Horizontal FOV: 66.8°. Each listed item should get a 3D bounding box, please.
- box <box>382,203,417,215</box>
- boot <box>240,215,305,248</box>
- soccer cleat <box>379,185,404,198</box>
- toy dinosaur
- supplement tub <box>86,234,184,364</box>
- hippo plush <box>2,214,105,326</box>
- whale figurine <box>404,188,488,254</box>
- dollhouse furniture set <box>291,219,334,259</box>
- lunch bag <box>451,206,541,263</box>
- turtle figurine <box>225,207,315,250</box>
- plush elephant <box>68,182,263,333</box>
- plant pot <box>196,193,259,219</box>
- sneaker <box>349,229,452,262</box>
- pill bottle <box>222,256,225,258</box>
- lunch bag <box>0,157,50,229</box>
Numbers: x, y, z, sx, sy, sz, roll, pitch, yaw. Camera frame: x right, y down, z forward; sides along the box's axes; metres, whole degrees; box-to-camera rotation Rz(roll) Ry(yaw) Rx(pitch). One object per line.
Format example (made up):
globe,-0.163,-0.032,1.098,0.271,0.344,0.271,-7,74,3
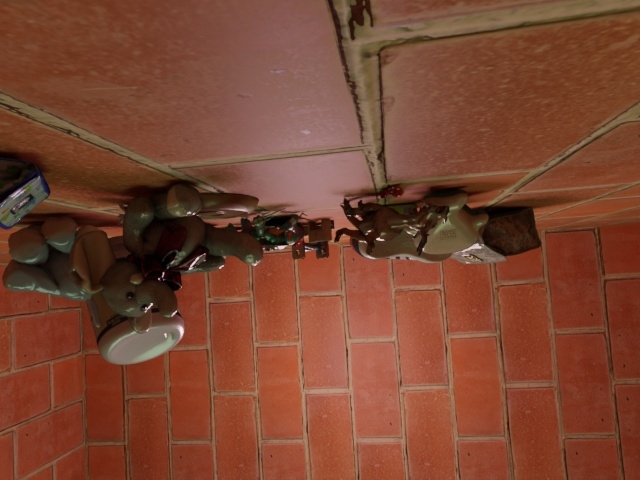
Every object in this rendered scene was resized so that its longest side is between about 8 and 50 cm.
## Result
box,0.234,-0.078,1.452,0.109,0.042,0.178,-3,177,10
boot,-0.179,-0.037,1.585,0.249,0.090,0.207,-3,164,7
soccer cleat,0.165,-0.107,1.077,0.036,0.029,0.083,-12,-177,-26
toy dinosaur,0.161,-0.034,1.205,0.201,0.127,0.296,2,-176,-28
supplement tub,-0.558,0.170,1.426,0.236,0.324,0.235,-23,152,-13
hippo plush,-0.663,0.029,1.276,0.294,0.234,0.236,35,-177,-37
whale figurine,0.323,-0.069,1.268,0.217,0.141,0.272,-7,151,12
dollhouse furniture set,0.000,0.000,1.745,0.129,0.128,0.184,-1,175,-41
lunch bag,0.580,-0.006,1.709,0.287,0.168,0.235,-14,-179,-28
turtle figurine,-0.143,-0.028,1.381,0.234,0.118,0.175,1,179,27
plush elephant,-0.337,0.051,0.983,0.330,0.255,0.272,5,155,28
plant pot,-0.261,-0.073,1.127,0.237,0.032,0.236,-4,176,0
sneaker,0.252,0.001,1.521,0.350,0.131,0.148,5,-179,-24
pill bottle,-0.410,0.020,1.535,0.146,0.146,0.264,-5,176,13
lunch bag,-0.458,-0.065,0.662,0.151,0.096,0.129,-18,180,-24
